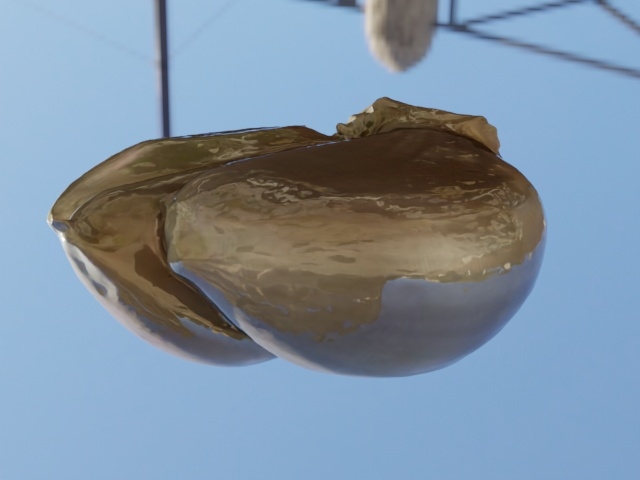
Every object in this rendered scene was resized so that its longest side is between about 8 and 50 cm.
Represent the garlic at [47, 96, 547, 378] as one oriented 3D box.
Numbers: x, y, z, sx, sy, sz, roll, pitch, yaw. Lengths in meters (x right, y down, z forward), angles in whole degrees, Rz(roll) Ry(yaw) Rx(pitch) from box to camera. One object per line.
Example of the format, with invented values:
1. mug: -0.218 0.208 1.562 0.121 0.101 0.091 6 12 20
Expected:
1. garlic: -0.001 -0.001 1.023 0.279 0.132 0.325 7 -158 38
